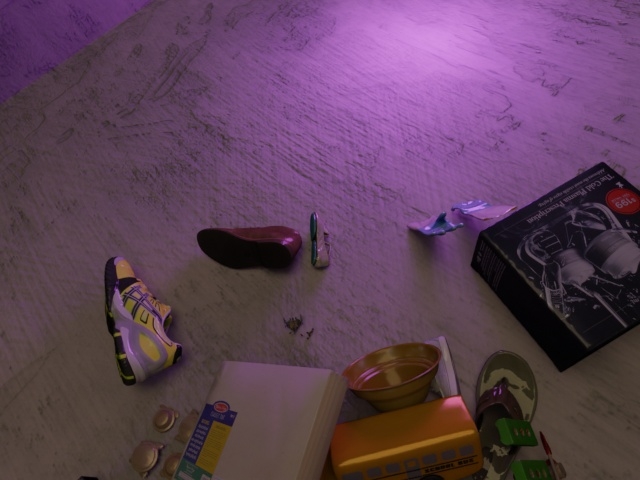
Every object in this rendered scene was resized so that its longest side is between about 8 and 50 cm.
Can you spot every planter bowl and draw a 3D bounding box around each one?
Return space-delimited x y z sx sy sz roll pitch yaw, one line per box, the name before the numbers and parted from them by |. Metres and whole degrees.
planter bowl | 0.159 0.301 0.915 0.217 0.217 0.090 -18 94 1

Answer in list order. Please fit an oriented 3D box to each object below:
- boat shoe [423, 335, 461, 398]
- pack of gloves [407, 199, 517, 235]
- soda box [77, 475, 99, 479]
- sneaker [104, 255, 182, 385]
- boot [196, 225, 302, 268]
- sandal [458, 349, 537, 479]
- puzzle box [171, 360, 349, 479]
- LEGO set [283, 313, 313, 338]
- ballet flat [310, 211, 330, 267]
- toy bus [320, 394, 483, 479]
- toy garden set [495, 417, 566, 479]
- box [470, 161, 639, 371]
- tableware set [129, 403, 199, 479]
boat shoe | 0.262 0.299 0.941 0.063 0.066 0.184 -17 59 18
pack of gloves | 0.327 -0.072 1.061 0.195 0.232 0.046 -22 100 -1
soda box | -0.468 0.583 0.921 0.169 0.060 0.053 32 70 27
sneaker | -0.474 0.194 1.131 0.147 0.145 0.384 -9 50 -31
boot | -0.196 0.007 1.204 0.306 0.112 0.115 7 31 20
sandal | 0.357 0.365 0.865 0.120 0.086 0.302 18 65 21
puzzle box | -0.134 0.375 0.839 0.409 0.052 0.272 -15 47 50
LEGO set | -0.057 0.216 1.080 0.054 0.023 0.083 -41 74 -11
ballet flat | 0.000 0.000 1.183 0.053 0.057 0.168 7 62 -16
toy bus | 0.127 0.407 0.826 0.333 0.130 0.108 -16 28 4
toy garden set | 0.394 0.452 0.764 0.049 0.204 0.244 -36 47 32
box | 0.576 0.052 0.952 0.343 0.179 0.312 -29 60 -6
tableware set | -0.345 0.462 0.992 0.141 0.020 0.168 15 63 17
